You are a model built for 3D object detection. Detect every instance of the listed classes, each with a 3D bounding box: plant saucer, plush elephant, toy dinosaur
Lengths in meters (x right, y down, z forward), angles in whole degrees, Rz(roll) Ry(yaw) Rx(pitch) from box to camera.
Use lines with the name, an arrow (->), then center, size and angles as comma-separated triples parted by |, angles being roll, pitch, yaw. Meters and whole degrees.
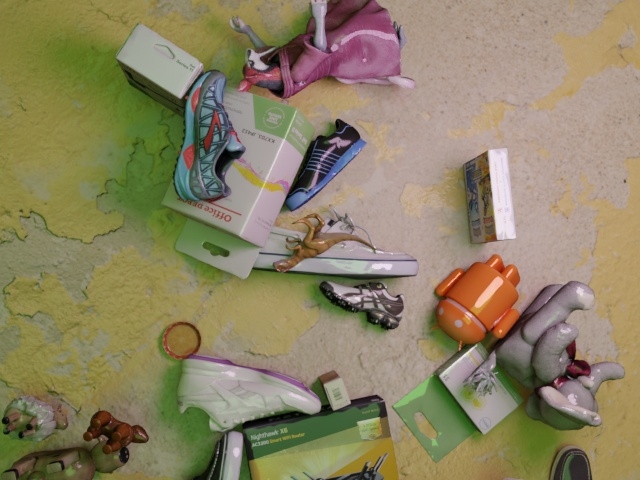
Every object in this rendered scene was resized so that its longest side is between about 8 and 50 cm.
plant saucer -> -0.296, 0.214, 1.564 | 0.083, 0.013, 0.083 | 0, 87, -8
plush elephant -> 0.500, 0.271, 1.517 | 0.255, 0.272, 0.330 | 44, 85, 8
toy dinosaur -> 0.000, 0.000, 1.479 | 0.211, 0.064, 0.112 | -21, 94, 13

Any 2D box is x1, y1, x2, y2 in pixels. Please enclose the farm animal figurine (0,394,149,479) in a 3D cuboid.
farm animal figurine -> -0.473, 0.480, 1.464 | 0.327, 0.172, 0.330 | 5, 95, 5

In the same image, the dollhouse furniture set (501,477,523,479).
dollhouse furniture set -> 0.252, 0.596, 1.558 | 0.356, 0.303, 0.173 | 0, 58, 17

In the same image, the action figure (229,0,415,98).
action figure -> -0.021, -0.378, 1.531 | 0.370, 0.248, 0.275 | -34, 118, -24

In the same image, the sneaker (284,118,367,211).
sneaker -> -0.006, -0.165, 1.589 | 0.090, 0.081, 0.232 | 45, 76, 0

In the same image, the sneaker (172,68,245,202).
sneaker -> -0.197, -0.200, 1.423 | 0.125, 0.104, 0.262 | 8, 88, 16

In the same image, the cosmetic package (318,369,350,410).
cosmetic package -> 0.028, 0.316, 1.548 | 0.041, 0.115, 0.060 | -21, 89, -7

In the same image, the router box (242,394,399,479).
router box -> 0.005, 0.481, 1.555 | 0.309, 0.081, 0.243 | -11, 88, -8

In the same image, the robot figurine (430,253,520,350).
robot figurine -> 0.342, 0.136, 1.589 | 0.158, 0.128, 0.219 | 43, 83, -4

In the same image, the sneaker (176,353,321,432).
sneaker -> -0.152, 0.336, 1.527 | 0.305, 0.114, 0.152 | 12, 80, 3

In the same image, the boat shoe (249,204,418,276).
boat shoe -> 0.030, -0.001, 1.566 | 0.367, 0.136, 0.156 | 4, 84, 3

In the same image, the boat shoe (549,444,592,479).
boat shoe -> 0.564, 0.603, 1.612 | 0.103, 0.092, 0.285 | 8, 86, -7

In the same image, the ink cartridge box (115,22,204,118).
ink cartridge box -> -0.319, -0.339, 1.489 | 0.153, 0.208, 0.087 | 32, 84, -4

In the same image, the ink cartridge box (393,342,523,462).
ink cartridge box -> 0.304, 0.359, 1.613 | 0.235, 0.056, 0.171 | -38, 93, -9

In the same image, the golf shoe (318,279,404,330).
golf shoe -> 0.092, 0.119, 1.592 | 0.198, 0.077, 0.094 | 27, 78, -14

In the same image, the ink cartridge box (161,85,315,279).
ink cartridge box -> -0.182, -0.121, 1.506 | 0.207, 0.119, 0.353 | 21, 84, 21

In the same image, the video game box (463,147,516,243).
video game box -> 0.359, -0.089, 1.565 | 0.048, 0.205, 0.187 | -8, 88, -3

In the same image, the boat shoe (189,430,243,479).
boat shoe -> -0.247, 0.545, 1.493 | 0.119, 0.121, 0.335 | 17, 92, -6
